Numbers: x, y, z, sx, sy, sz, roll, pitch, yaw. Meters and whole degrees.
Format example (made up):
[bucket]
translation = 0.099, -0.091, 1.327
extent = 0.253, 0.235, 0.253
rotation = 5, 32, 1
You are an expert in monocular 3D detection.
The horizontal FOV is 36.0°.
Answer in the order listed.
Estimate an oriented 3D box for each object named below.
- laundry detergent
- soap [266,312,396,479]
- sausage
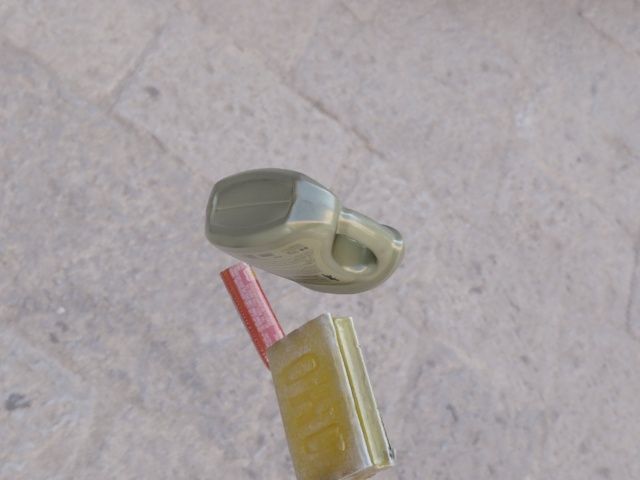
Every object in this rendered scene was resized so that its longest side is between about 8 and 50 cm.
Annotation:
[laundry detergent]
translation = 0.000, 0.000, 1.125
extent = 0.253, 0.181, 0.091
rotation = 28, 64, -47
[soap]
translation = 0.012, 0.280, 1.679
extent = 0.089, 0.173, 0.274
rotation = 14, 51, -45
[sausage]
translation = -0.126, 0.175, 2.087
extent = 0.074, 0.074, 0.274
rotation = -17, 75, -41
